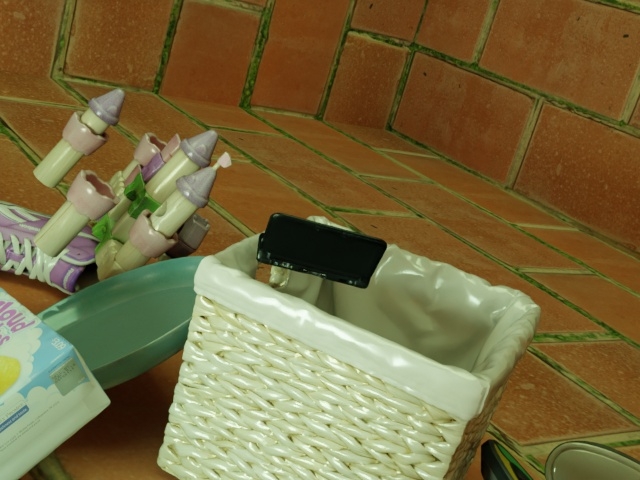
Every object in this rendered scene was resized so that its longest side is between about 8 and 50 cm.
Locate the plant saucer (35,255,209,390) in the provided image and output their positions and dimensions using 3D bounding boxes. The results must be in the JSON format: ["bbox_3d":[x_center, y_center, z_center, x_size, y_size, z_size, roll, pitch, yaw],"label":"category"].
[{"bbox_3d":[-0.250,0.108,1.118,0.318,0.043,0.317,-19,18,6],"label":"plant saucer"}]

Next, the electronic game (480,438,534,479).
[{"bbox_3d":[0.251,0.312,1.006,0.229,0.048,0.229,50,5,-6],"label":"electronic game"}]

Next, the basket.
[{"bbox_3d":[0.042,0.163,1.074,0.331,0.266,0.328,21,17,17],"label":"basket"}]

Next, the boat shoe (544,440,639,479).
[{"bbox_3d":[0.411,0.344,1.110,0.335,0.112,0.095,30,1,4],"label":"boat shoe"}]

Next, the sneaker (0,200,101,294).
[{"bbox_3d":[-0.432,0.017,1.379,0.282,0.102,0.161,2,25,-40],"label":"sneaker"}]

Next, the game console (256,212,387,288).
[{"bbox_3d":[0.000,0.000,0.978,0.122,0.071,0.107,15,19,-7],"label":"game console"}]

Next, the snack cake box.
[{"bbox_3d":[-0.351,0.132,0.943,0.152,0.089,0.264,-40,40,-24],"label":"snack cake box"}]

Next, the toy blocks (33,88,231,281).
[{"bbox_3d":[-0.232,-0.071,1.395,0.309,0.260,0.288,38,12,-31],"label":"toy blocks"}]
